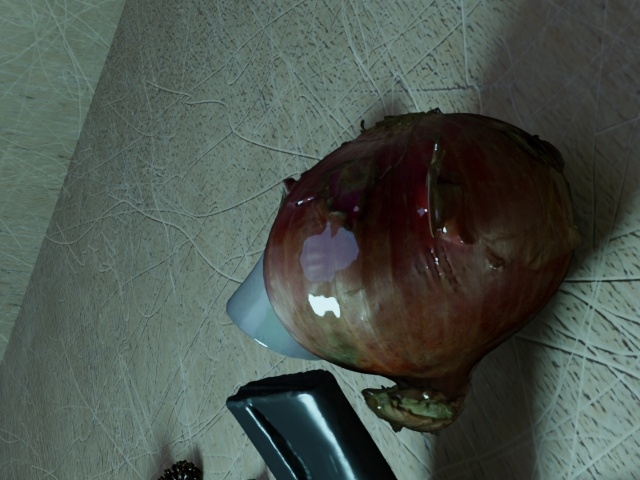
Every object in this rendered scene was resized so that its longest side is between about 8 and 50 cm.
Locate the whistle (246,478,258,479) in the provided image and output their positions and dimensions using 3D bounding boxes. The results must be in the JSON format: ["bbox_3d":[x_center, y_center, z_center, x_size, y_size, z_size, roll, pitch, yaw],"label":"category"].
[{"bbox_3d":[-0.168,0.492,1.859,0.304,0.062,0.062,-55,37,40],"label":"whistle"}]

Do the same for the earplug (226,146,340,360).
[{"bbox_3d":[0.000,0.000,1.604,0.301,0.172,0.172,-65,31,17],"label":"earplug"}]

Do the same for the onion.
[{"bbox_3d":[0.105,0.002,1.210,0.353,0.354,0.353,-28,58,57],"label":"onion"}]

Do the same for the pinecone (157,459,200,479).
[{"bbox_3d":[-0.254,0.435,2.024,0.077,0.077,0.083,33,100,60],"label":"pinecone"}]

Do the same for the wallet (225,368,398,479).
[{"bbox_3d":[0.048,0.331,1.257,0.406,0.062,0.228,60,150,-6],"label":"wallet"}]
